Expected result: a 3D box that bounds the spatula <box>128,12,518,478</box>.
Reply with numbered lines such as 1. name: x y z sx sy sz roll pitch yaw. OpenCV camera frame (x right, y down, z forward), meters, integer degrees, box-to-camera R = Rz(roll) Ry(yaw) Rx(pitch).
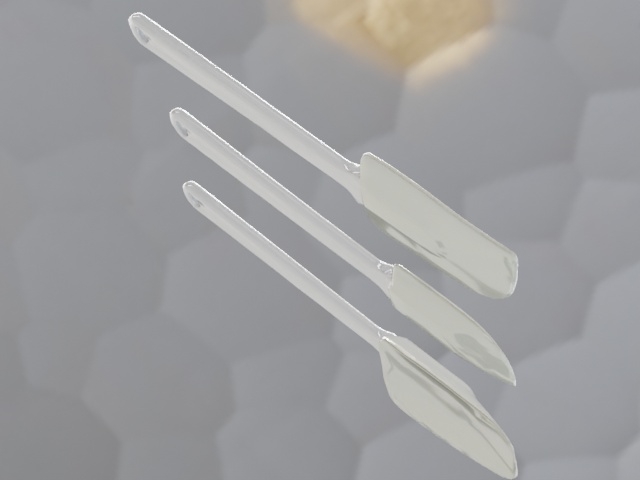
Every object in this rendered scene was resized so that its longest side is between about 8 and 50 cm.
1. spatula: 0.000 0.000 0.748 0.242 0.019 0.168 36 -24 31
